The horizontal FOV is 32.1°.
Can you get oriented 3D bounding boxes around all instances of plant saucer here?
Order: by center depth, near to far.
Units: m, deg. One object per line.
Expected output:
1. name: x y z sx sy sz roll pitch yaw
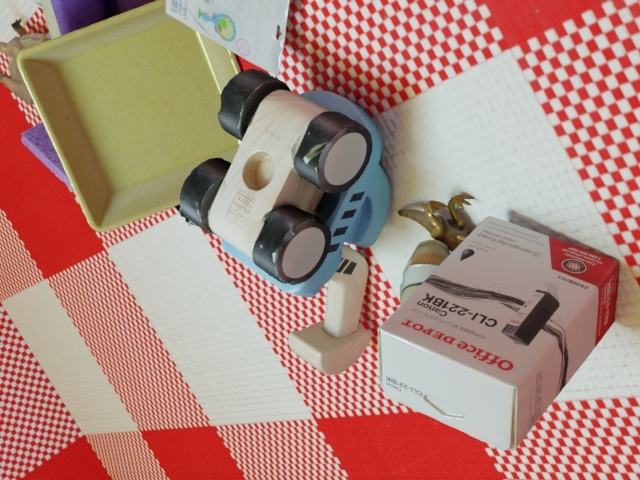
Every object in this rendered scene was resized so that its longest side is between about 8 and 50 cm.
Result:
1. plant saucer: -0.285 -0.221 1.857 0.081 0.332 0.333 -109 -1 -68

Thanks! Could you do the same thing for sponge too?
1. sponge: -0.522 -0.183 2.351 0.210 0.117 0.031 41 148 23

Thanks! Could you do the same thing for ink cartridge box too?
1. ink cartridge box: 0.226 0.109 1.408 0.197 0.273 0.114 21 136 31

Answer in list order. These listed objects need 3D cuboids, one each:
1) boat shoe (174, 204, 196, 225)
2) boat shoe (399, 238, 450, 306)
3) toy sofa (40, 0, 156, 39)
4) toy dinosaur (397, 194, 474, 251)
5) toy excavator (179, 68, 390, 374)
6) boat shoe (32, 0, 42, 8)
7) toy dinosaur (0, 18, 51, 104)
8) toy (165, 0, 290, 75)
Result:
1. boat shoe: -0.233 -0.057 2.112 0.219 0.070 0.078 38 145 27
2. boat shoe: 0.172 0.098 1.660 0.113 0.103 0.302 7 156 6
3. toy sofa: -0.376 -0.405 1.863 0.177 0.150 0.362 26 143 29
4. toy dinosaur: 0.171 -0.019 1.593 0.211 0.064 0.112 35 145 32
5. toy excavator: 0.000 0.000 1.726 0.222 0.445 0.433 32 100 36
6. boat shoe: -0.543 -0.502 2.109 0.267 0.096 0.088 37 141 14
7. toy dinosaur: -0.595 -0.348 2.302 0.200 0.127 0.296 41 152 11
8. toy: -0.133 -0.364 1.689 0.237 0.056 0.137 30 133 22
